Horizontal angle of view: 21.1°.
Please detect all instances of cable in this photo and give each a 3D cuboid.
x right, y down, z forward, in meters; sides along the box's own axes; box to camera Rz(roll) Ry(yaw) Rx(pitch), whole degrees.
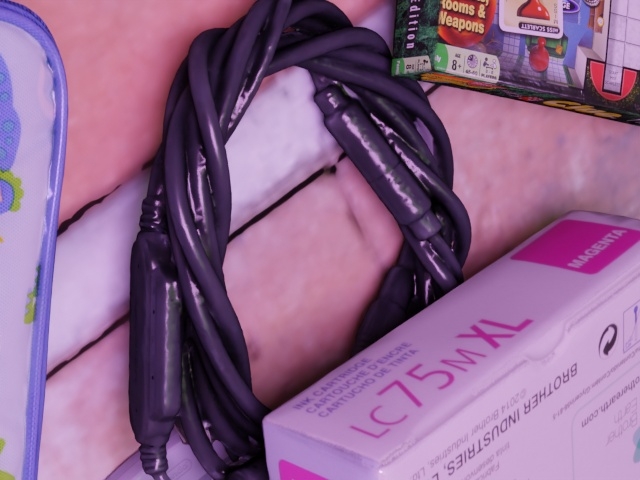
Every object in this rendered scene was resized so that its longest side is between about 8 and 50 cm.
[{"bbox_3d":[0.000,0.000,0.600,0.150,0.047,0.184,-4,98,-40],"label":"cable"}]

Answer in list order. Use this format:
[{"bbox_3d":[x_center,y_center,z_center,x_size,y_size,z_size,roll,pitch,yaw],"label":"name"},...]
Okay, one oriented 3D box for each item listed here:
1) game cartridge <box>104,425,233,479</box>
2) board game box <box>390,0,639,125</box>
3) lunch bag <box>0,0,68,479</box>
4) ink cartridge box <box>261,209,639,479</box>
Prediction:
[{"bbox_3d":[-0.050,0.097,0.619,0.083,0.017,0.056,-36,123,-22],"label":"game cartridge"},{"bbox_3d":[0.141,-0.110,0.674,0.260,0.030,0.136,7,83,-35],"label":"board game box"},{"bbox_3d":[-0.160,0.027,0.484,0.176,0.090,0.219,1,102,-37],"label":"lunch bag"},{"bbox_3d":[0.073,0.165,0.658,0.186,0.065,0.311,-31,122,-41],"label":"ink cartridge box"}]
